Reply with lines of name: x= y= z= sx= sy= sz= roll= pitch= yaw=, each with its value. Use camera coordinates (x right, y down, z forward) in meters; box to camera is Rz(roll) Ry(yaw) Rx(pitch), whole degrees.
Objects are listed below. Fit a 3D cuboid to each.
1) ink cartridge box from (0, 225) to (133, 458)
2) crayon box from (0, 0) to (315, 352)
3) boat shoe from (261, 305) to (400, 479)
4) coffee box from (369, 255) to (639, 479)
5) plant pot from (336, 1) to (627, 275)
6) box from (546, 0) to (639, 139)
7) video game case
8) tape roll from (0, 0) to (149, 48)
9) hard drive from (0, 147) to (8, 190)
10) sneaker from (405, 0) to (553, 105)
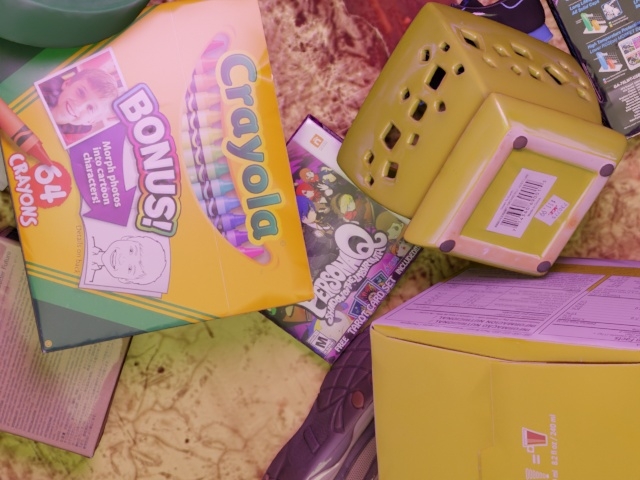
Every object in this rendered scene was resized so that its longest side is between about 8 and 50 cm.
ink cartridge box: x=-0.330 y=0.122 z=1.894 sx=0.193 sy=0.088 sz=0.234 roll=19 pitch=102 yaw=-3
crayon box: x=-0.196 y=-0.081 z=1.783 sx=0.313 sy=0.106 sz=0.363 roll=-11 pitch=93 yaw=-6
boat shoe: x=0.060 y=0.232 z=1.915 sx=0.130 sy=0.132 sz=0.355 roll=28 pitch=108 yaw=-26
coffee box: x=0.281 y=0.219 z=1.730 sx=0.338 sy=0.334 sz=0.337 roll=4 pitch=106 yaw=29
plant pot: x=0.186 y=-0.097 z=1.730 sx=0.227 sy=0.207 sz=0.228 roll=14 pitch=119 yaw=-32
box: x=0.412 y=-0.309 z=1.805 sx=0.295 sy=0.073 sz=0.293 roll=-27 pitch=101 yaw=6
video game case: x=0.000 y=0.000 z=1.890 sx=0.210 sy=0.042 sz=0.232 roll=37 pitch=100 yaw=-6
tape roll: x=-0.307 y=-0.361 z=1.669 sx=0.321 sy=0.321 sz=0.077 roll=39 pitch=139 yaw=-8
hard drive: x=-0.424 y=-0.235 z=1.837 sx=0.307 sy=0.040 sz=0.203 roll=42 pitch=100 yaw=-8
sneaker: x=0.153 y=-0.227 z=1.823 sx=0.232 sy=0.081 sz=0.090 roll=-27 pitch=99 yaw=-1
